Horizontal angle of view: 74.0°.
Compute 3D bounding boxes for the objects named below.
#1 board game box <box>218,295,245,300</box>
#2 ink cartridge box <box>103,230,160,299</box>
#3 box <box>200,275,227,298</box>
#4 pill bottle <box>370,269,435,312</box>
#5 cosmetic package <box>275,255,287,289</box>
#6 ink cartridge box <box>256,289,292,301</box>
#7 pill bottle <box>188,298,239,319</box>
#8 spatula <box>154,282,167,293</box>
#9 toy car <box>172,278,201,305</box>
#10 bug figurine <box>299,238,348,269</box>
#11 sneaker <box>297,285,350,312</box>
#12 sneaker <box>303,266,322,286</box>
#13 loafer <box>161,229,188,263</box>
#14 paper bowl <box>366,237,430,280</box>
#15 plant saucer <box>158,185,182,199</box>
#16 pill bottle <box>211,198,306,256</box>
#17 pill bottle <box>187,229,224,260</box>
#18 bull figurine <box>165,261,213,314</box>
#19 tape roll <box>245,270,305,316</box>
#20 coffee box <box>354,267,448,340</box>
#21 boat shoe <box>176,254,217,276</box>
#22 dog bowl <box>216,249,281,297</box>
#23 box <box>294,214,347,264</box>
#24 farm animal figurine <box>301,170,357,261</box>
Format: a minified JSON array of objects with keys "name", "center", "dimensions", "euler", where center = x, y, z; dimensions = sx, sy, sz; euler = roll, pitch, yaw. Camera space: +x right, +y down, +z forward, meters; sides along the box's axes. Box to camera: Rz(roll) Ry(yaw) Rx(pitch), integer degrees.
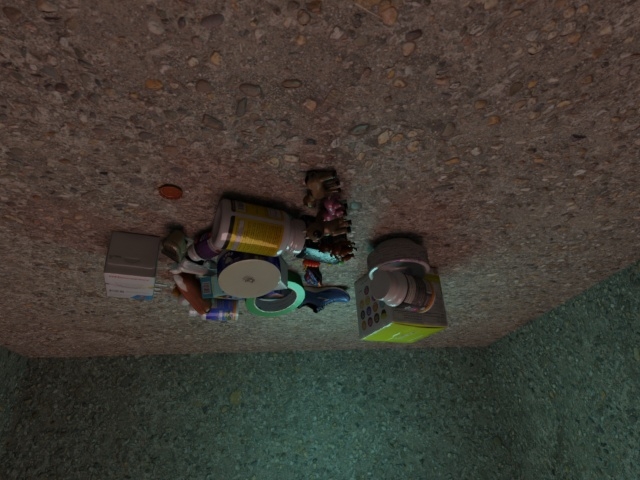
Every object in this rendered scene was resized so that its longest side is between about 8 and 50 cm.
[{"name":"board game box","center":[-0.475,0.261,2.311],"dimensions":[0.194,0.060,0.194],"euler":[9,149,-21]},{"name":"ink cartridge box","center":[-0.817,0.116,1.853],"dimensions":[0.198,0.197,0.270],"euler":[9,150,-20]},{"name":"box","center":[-0.507,0.226,2.105],"dimensions":[0.060,0.101,0.244],"euler":[-8,175,12]},{"name":"pill bottle","center":[0.372,0.227,1.913],"dimensions":[0.278,0.162,0.162],"euler":[16,146,-31]},{"name":"cosmetic package","center":[-0.295,0.148,2.035],"dimensions":[0.223,0.138,0.225],"euler":[-9,153,11]},{"name":"ink cartridge box","center":[-0.253,0.333,2.468],"dimensions":[0.185,0.065,0.311],"euler":[-22,149,30]},{"name":"pill bottle","center":[-0.605,0.380,2.423],"dimensions":[0.271,0.153,0.152],"euler":[2,152,-12]},{"name":"spatula","center":[-0.960,0.246,2.275],"dimensions":[0.241,0.019,0.168],"euler":[16,146,-31]},{"name":"toy car","center":[-0.673,0.260,2.230],"dimensions":[0.182,0.159,0.136],"euler":[27,104,-43]},{"name":"bug figurine","center":[0.020,0.065,1.979],"dimensions":[0.216,0.072,0.279],"euler":[2,151,-11]},{"name":"sneaker","center":[0.009,0.349,2.436],"dimensions":[0.329,0.147,0.130],"euler":[0,152,-7]},{"name":"sneaker","center":[-0.047,0.187,2.199],"dimensions":[0.087,0.083,0.221],"euler":[-2,150,9]},{"name":"loafer","center":[-0.617,0.027,1.820],"dimensions":[0.101,0.092,0.268],"euler":[35,157,-11]},{"name":"paper bowl","center":[0.358,0.089,1.980],"dimensions":[0.284,0.148,0.284],"euler":[-2,153,-1]},{"name":"plant saucer","center":[-0.540,-0.174,1.532],"dimensions":[0.083,0.013,0.083],"euler":[-3,152,-2]},{"name":"pill bottle","center":[-0.233,-0.039,1.631],"dimensions":[0.333,0.188,0.188],"euler":[11,149,-24]},{"name":"pill bottle","center":[-0.474,0.022,1.807],"dimensions":[0.193,0.108,0.108],"euler":[-23,146,32]},{"name":"bull figurine","center":[-0.627,0.220,2.066],"dimensions":[0.101,0.311,0.188],"euler":[-28,-172,6]},{"name":"tape roll","center":[-0.244,0.287,2.270],"dimensions":[0.320,0.077,0.321],"euler":[-10,138,-9]},{"name":"coffee box","center":[0.416,0.340,2.260],"dimensions":[0.337,0.335,0.338],"euler":[9,150,-22]},{"name":"boat shoe","center":[-0.560,0.112,1.997],"dimensions":[0.081,0.079,0.227],"euler":[-48,146,22]},{"name":"dog bowl","center":[-0.299,0.125,1.777],"dimensions":[0.264,0.104,0.265],"euler":[-7,138,-6]},{"name":"box","center":[0.000,0.000,1.770],"dimensions":[0.207,0.153,0.108],"euler":[13,149,-25]},{"name":"farm animal figurine","center":[0.015,-0.078,1.565],"dimensions":[0.172,0.331,0.327],"euler":[-11,180,10]}]
